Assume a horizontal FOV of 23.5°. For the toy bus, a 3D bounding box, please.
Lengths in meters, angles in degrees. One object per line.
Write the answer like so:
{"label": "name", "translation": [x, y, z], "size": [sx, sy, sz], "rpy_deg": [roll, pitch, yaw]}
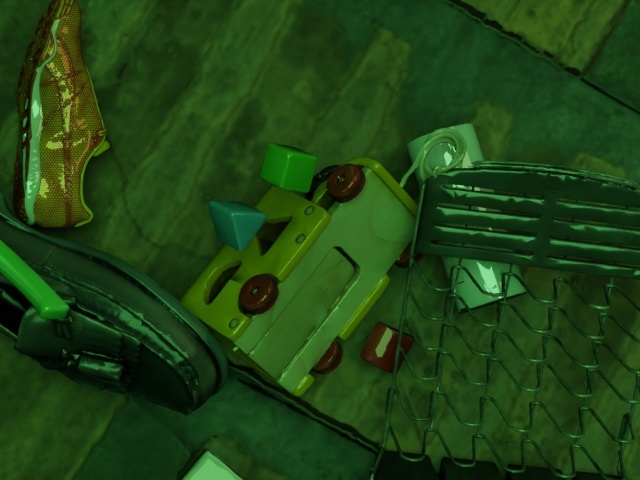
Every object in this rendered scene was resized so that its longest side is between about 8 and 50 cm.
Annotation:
{"label": "toy bus", "translation": [-0.010, 0.006, 1.114], "size": [0.202, 0.104, 0.191], "rpy_deg": [-11, 115, -35]}

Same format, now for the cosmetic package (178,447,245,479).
{"label": "cosmetic package", "translation": [-0.135, 0.294, 1.042], "size": [0.113, 0.160, 0.309], "rpy_deg": [39, 81, 2]}

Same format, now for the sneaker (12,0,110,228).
{"label": "sneaker", "translation": [-0.190, -0.095, 1.142], "size": [0.067, 0.064, 0.175], "rpy_deg": [5, 88, -24]}

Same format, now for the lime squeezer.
{"label": "lime squeezer", "translation": [-0.262, -0.079, 1.060], "size": [0.110, 0.059, 0.310], "rpy_deg": [-11, 58, -16]}

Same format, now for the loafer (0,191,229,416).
{"label": "loafer", "translation": [-0.211, 0.044, 1.082], "size": [0.302, 0.109, 0.095], "rpy_deg": [33, 50, 7]}

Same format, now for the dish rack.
{"label": "dish rack", "translation": [0.148, 0.082, 1.090], "size": [0.208, 0.074, 0.271], "rpy_deg": [6, 108, -5]}

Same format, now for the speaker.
{"label": "speaker", "translation": [0.108, -0.017, 1.149], "size": [0.055, 0.055, 0.136], "rpy_deg": [-17, 84, -6]}
